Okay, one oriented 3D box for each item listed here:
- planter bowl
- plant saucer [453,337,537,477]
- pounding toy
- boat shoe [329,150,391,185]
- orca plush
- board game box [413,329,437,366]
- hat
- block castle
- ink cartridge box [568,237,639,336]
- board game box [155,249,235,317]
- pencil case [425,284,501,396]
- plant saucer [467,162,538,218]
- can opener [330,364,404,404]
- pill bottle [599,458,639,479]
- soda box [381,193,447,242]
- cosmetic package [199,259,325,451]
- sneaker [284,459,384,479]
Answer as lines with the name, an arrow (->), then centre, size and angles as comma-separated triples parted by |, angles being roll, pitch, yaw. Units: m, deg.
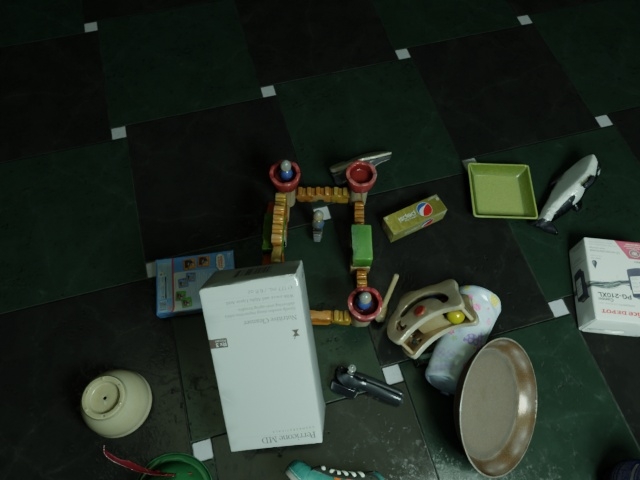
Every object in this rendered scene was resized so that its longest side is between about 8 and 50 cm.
planter bowl -> -0.496, 0.379, 1.176 | 0.162, 0.109, 0.162 | 1, 64, -2
plant saucer -> 0.402, 0.379, 1.148 | 0.311, 0.050, 0.310 | 2, 87, -38
pounding toy -> 0.227, 0.177, 1.202 | 0.155, 0.270, 0.154 | 44, 43, -24
boat shoe -> 0.128, -0.223, 1.517 | 0.206, 0.075, 0.065 | -20, 110, -16
orca plush -> 0.742, -0.116, 1.448 | 0.102, 0.151, 0.287 | 44, 64, -16
board game box -> 0.323, 0.250, 1.302 | 0.186, 0.026, 0.126 | -11, 66, -7
hat -> -0.349, 0.543, 1.059 | 0.209, 0.183, 0.173 | 4, 65, 1
block castle -> 0.000, 0.000, 1.311 | 0.303, 0.213, 0.453 | 1, 65, -1
ink cartridge box -> 0.785, 0.125, 1.331 | 0.172, 0.100, 0.237 | 6, 64, 2
board game box -> -0.334, 0.117, 1.343 | 0.212, 0.039, 0.160 | -8, 65, -4
pencil case -> 0.356, 0.245, 1.225 | 0.124, 0.113, 0.273 | 15, 63, 24
plant saucer -> 0.536, -0.140, 1.483 | 0.188, 0.045, 0.188 | 2, 64, 0
can opener -> 0.120, 0.361, 1.236 | 0.186, 0.073, 0.059 | 15, 26, 2
pill bottle -> 0.705, 0.536, 1.067 | 0.123, 0.219, 0.122 | 1, 65, -1
soda box -> 0.269, -0.064, 1.433 | 0.181, 0.058, 0.061 | -24, 68, -12
cosmetic package -> -0.119, 0.253, 1.107 | 0.217, 0.156, 0.384 | -9, 100, 4
sneaker -> 0.068, 0.558, 1.111 | 0.302, 0.108, 0.121 | 29, 66, 3
